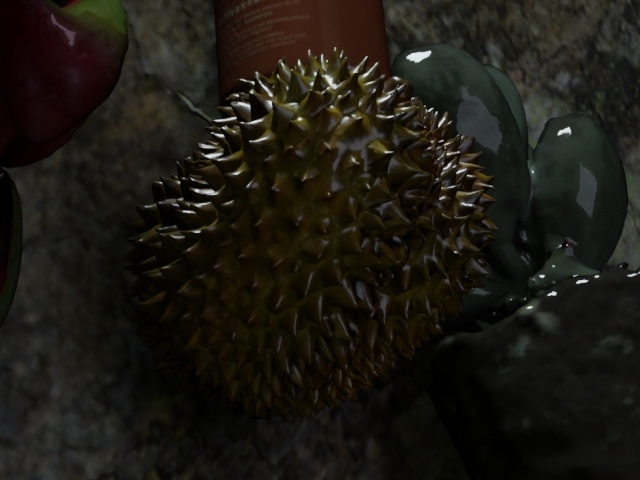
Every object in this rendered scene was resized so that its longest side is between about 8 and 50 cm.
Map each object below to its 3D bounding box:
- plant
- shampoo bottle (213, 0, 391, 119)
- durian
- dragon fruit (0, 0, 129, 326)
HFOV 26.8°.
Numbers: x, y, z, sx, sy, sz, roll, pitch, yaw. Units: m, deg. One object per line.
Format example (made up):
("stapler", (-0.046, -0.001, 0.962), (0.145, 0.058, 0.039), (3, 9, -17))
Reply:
("plant", (0.108, 0.036, 0.651), (0.146, 0.149, 0.274), (74, -6, -65))
("shampoo bottle", (-0.017, -0.170, 0.654), (0.085, 0.085, 0.244), (10, 65, -42))
("durian", (0.000, 0.000, 0.544), (0.158, 0.168, 0.137), (3, 38, -48))
("dragon fruit", (-0.162, -0.049, 0.378), (0.218, 0.198, 0.272), (15, 84, 5))
